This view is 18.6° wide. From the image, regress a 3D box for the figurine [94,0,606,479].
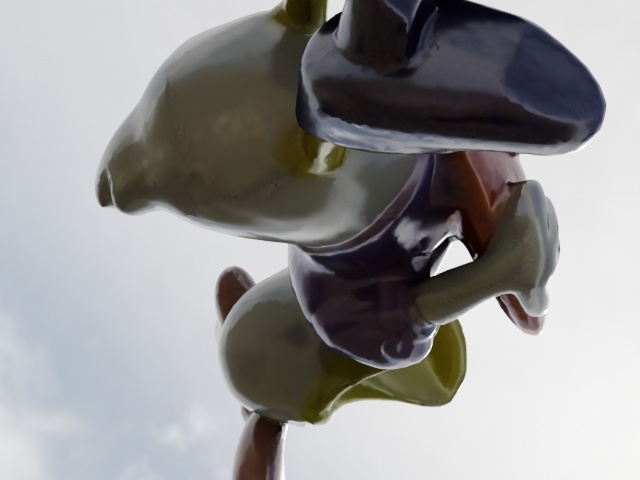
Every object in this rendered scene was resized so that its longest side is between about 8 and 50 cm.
[{"bbox_3d":[0.005,-0.003,0.856,0.193,0.154,0.421,-8,-31,-2],"label":"figurine"}]
